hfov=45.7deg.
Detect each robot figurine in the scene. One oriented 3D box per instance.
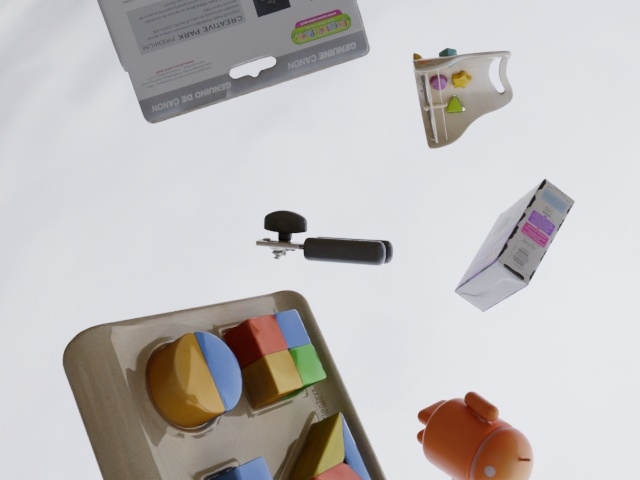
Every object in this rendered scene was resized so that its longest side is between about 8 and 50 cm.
[{"bbox_3d":[0.256,0.341,1.252,0.219,0.128,0.158,25,-97,48],"label":"robot figurine"}]

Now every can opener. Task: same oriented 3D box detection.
[{"bbox_3d":[0.000,0.000,1.432,0.280,0.074,0.093,9,-81,28],"label":"can opener"}]

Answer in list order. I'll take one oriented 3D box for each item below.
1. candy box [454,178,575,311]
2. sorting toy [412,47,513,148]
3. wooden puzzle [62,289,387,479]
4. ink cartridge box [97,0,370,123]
[{"bbox_3d":[0.336,0.010,1.323,0.196,0.070,0.165,-53,180,-26],"label":"candy box"},{"bbox_3d":[0.114,-0.122,0.599,0.075,0.083,0.045,-11,-130,8],"label":"sorting toy"},{"bbox_3d":[-0.069,0.212,0.836,0.080,0.347,0.322,-34,-106,37],"label":"wooden puzzle"},{"bbox_3d":[-0.121,-0.324,0.975,0.309,0.272,0.130,-17,-167,-1],"label":"ink cartridge box"}]
